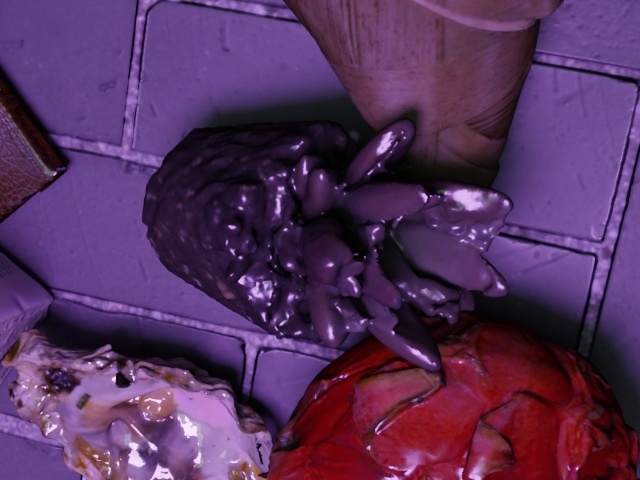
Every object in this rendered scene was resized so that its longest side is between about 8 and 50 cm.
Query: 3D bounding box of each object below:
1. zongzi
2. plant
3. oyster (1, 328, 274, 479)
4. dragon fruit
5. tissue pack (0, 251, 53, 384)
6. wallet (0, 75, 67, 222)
[{"bbox_3d":[-0.040,-0.244,0.885,0.500,0.218,0.467,24,120,13],"label":"zongzi"},{"bbox_3d":[0.000,0.000,0.873,0.320,0.181,0.194,16,145,42],"label":"plant"},{"bbox_3d":[-0.164,0.197,1.047,0.354,0.107,0.201,42,121,-17],"label":"oyster"},{"bbox_3d":[0.123,0.203,0.902,0.342,0.277,0.277,15,105,11],"label":"dragon fruit"},{"bbox_3d":[-0.486,0.040,0.982,0.356,0.266,0.194,37,101,1],"label":"tissue pack"},{"bbox_3d":[-0.379,-0.138,1.042,0.133,0.039,0.243,-34,94,22],"label":"wallet"}]
